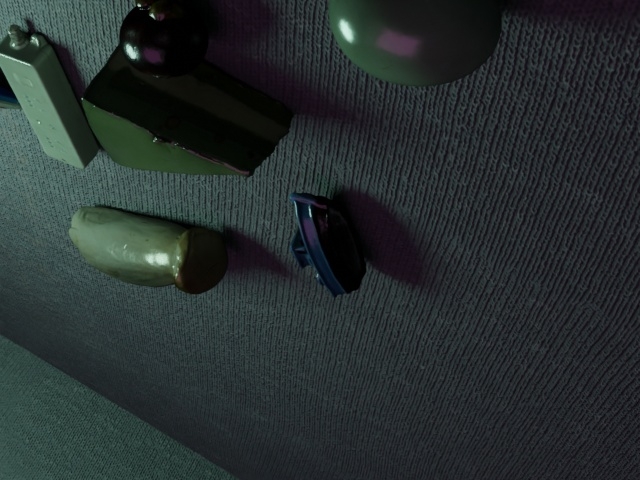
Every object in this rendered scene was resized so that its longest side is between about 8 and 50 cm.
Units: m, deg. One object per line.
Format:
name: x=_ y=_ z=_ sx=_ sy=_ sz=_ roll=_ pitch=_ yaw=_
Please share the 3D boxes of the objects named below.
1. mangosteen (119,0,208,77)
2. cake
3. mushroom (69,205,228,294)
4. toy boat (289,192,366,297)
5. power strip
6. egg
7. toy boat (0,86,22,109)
mangosteen: x=-0.214 y=-0.291 z=1.592 sx=0.140 sy=0.140 sz=0.140 roll=27 pitch=153 yaw=15
cake: x=-0.188 y=-0.164 z=1.733 sx=0.284 sy=0.158 sz=0.172 roll=26 pitch=154 yaw=9
mushroom: x=-0.329 y=0.025 z=2.244 sx=0.407 sy=0.137 sz=0.154 roll=14 pitch=136 yaw=47
toy boat: x=0.000 y=0.000 z=1.850 sx=0.097 sy=0.100 sz=0.223 roll=2 pitch=141 yaw=26
power strip: x=-0.474 y=-0.245 z=2.024 sx=0.098 sy=0.058 sz=0.338 roll=23 pitch=152 yaw=23
egg: x=0.101 y=-0.241 z=1.255 sx=0.192 sy=0.149 sz=0.149 roll=15 pitch=149 yaw=26
toy boat: x=-0.682 y=-0.275 z=2.115 sx=0.295 sy=0.088 sz=0.129 roll=11 pitch=179 yaw=-10
